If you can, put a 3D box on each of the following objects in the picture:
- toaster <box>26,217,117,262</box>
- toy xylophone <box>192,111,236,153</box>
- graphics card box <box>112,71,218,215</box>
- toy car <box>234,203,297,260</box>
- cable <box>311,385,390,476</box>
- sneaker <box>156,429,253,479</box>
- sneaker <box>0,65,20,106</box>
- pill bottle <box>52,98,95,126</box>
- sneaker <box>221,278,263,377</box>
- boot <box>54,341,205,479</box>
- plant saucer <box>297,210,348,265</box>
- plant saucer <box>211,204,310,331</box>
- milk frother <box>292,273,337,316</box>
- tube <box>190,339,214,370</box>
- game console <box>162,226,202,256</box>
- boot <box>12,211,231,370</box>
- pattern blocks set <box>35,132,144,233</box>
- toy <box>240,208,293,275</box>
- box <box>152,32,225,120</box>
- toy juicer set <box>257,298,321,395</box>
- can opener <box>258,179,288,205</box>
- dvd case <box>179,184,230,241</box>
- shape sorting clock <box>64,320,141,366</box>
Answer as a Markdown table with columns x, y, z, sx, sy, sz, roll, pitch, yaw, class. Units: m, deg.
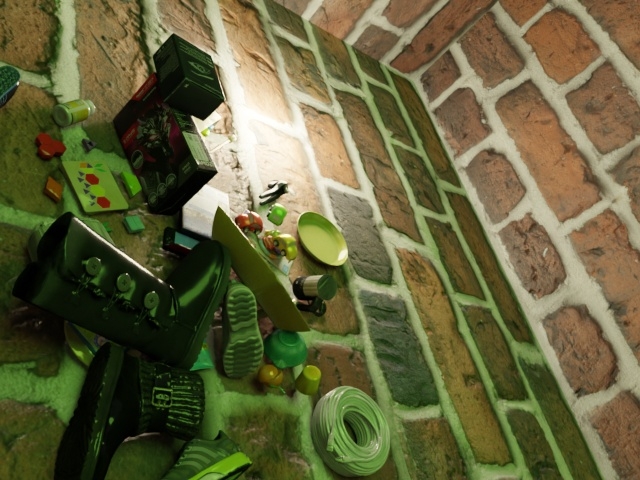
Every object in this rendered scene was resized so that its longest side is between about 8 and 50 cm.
| x | y | z | sx | sy | sz | roll | pitch | yaw | class |
| --- | --- | --- | --- | --- | --- | --- | --- | --- | --- |
| -0.596 | 0.035 | 1.439 | 0.227 | 0.129 | 0.146 | -8 | 59 | -49 | toaster |
| -0.433 | -0.384 | 2.074 | 0.236 | 0.081 | 0.323 | 49 | 33 | -1 | toy xylophone |
| -0.470 | -0.287 | 1.801 | 0.094 | 0.233 | 0.370 | 2 | 56 | -56 | graphics card box |
| -0.154 | -0.063 | 2.008 | 0.239 | 0.053 | 0.225 | 34 | 34 | -14 | toy car |
| 0.091 | 0.554 | 1.747 | 0.257 | 0.089 | 0.257 | 30 | 37 | -28 | cable |
| -0.298 | 0.517 | 1.345 | 0.300 | 0.111 | 0.121 | -2 | 42 | -52 | sneaker |
| -0.871 | -0.357 | 1.560 | 0.081 | 0.090 | 0.232 | 43 | 55 | -12 | sneaker |
| -0.716 | -0.376 | 1.758 | 0.065 | 0.065 | 0.116 | 48 | 34 | -3 | pill bottle |
| -0.210 | 0.233 | 1.599 | 0.105 | 0.281 | 0.115 | -1 | 23 | -18 | sneaker |
| -0.389 | 0.405 | 1.293 | 0.260 | 0.131 | 0.347 | 34 | 46 | -31 | boot |
| 0.000 | 0.000 | 2.234 | 0.241 | 0.037 | 0.241 | 29 | 38 | -26 | plant saucer |
| -0.185 | 0.104 | 1.714 | 0.333 | 0.081 | 0.332 | 48 | -10 | 33 | plant saucer |
| 0.000 | 0.181 | 1.966 | 0.143 | 0.135 | 0.129 | 15 | 77 | -36 | milk frother |
| -0.341 | 0.244 | 1.599 | 0.080 | 0.052 | 0.207 | -1 | 62 | -34 | tube |
| -0.374 | 0.010 | 1.751 | 0.144 | 0.085 | 0.124 | 26 | 40 | -32 | game console |
| -0.433 | 0.067 | 1.414 | 0.445 | 0.146 | 0.366 | 38 | 51 | -39 | boot |
| -0.629 | -0.152 | 1.671 | 0.285 | 0.026 | 0.324 | 0 | 57 | -49 | pattern blocks set |
| -0.171 | -0.005 | 2.026 | 0.237 | 0.056 | 0.137 | 38 | 36 | -16 | toy |
| -0.391 | -0.481 | 1.783 | 0.153 | 0.108 | 0.207 | 22 | 40 | -47 | box |
| -0.136 | 0.309 | 1.751 | 0.209 | 0.089 | 0.329 | 2 | 40 | -23 | toy juicer set |
| -0.173 | -0.171 | 2.200 | 0.186 | 0.073 | 0.059 | -49 | 136 | -53 | can opener |
| -0.364 | -0.090 | 1.901 | 0.180 | 0.022 | 0.253 | 24 | 36 | -33 | dvd case |
| -0.511 | 0.216 | 1.430 | 0.206 | 0.040 | 0.206 | 34 | 36 | -29 | shape sorting clock |
